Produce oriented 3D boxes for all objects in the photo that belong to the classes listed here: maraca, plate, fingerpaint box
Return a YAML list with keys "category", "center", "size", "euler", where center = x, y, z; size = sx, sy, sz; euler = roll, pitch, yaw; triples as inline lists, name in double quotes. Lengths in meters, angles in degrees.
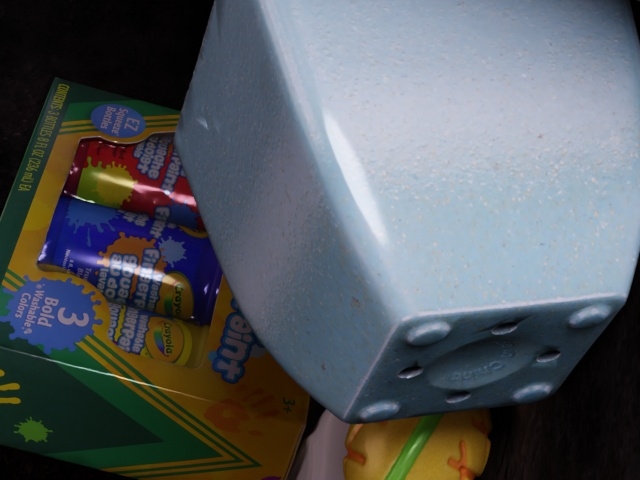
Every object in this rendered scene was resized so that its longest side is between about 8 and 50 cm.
- category: "maraca"
  center: [0.079, 0.134, 1.250]
  size: [0.185, 0.099, 0.127]
  euler: [-54, -7, -38]
- category: "plate"
  center: [-0.018, 0.328, 1.773]
  size: [0.278, 0.045, 0.277]
  euler: [112, 166, -52]
- category: "fingerpaint box"
  center: [-0.181, 0.046, 1.938]
  size: [0.445, 0.371, 0.163]
  euler: [-79, 6, -48]

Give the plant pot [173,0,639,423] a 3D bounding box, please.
- category: "plant pot"
  center: [0.069, -0.031, 1.076]
  size: [0.247, 0.248, 0.252]
  euler: [114, 146, -55]
